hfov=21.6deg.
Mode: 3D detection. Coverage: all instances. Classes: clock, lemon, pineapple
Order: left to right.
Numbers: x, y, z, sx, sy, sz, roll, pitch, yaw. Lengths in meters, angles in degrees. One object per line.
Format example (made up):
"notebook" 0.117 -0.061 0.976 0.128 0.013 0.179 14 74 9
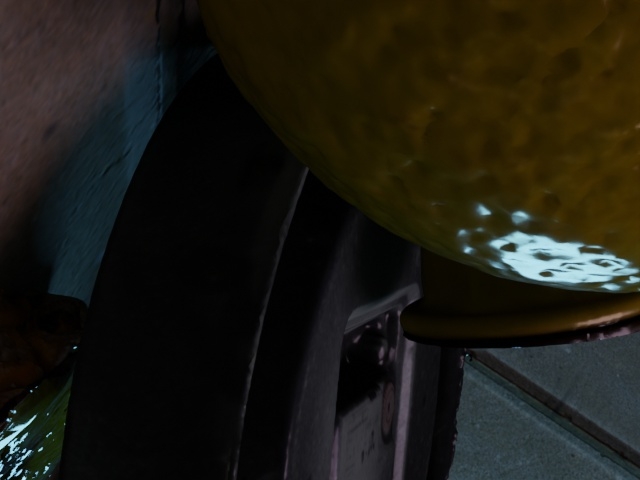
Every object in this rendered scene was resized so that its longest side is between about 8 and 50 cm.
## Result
"pineapple" -0.152 0.099 0.696 0.221 0.047 0.221 -51 171 -11
"clock" -0.008 0.089 0.787 0.386 0.076 0.386 7 90 -72
"lemon" 0.086 -0.106 0.547 0.267 0.267 0.267 -54 170 -14

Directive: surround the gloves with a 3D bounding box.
"gloves" 0.080 -0.108 0.729 0.133 0.116 0.294 -29 115 -77
